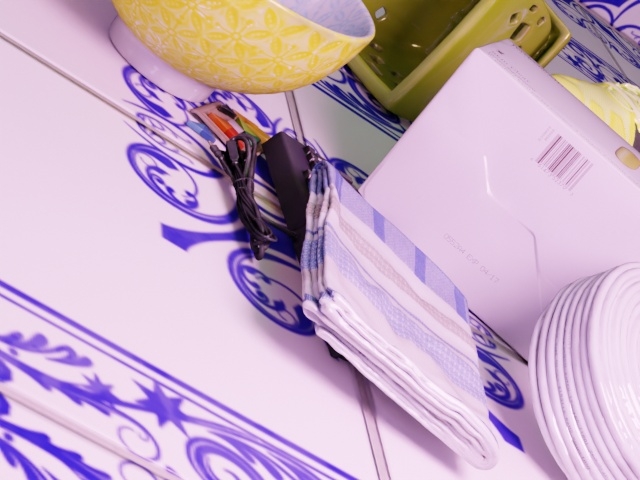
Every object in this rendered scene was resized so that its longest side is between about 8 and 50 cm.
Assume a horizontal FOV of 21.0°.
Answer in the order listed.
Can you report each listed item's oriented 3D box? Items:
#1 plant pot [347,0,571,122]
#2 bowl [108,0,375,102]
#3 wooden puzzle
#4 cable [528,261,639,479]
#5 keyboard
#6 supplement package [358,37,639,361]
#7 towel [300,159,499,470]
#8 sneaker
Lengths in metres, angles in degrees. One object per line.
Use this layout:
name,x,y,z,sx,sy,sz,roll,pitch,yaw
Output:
plant pot,0.157,-0.267,2.109,0.207,0.228,0.227,29,21,-50
bowl,-0.108,-0.224,1.607,0.289,0.156,0.289,36,20,-15
wooden puzzle,-0.083,-0.105,1.611,0.078,0.014,0.116,40,20,-2
cable,0.296,0.146,1.531,0.257,0.089,0.257,-28,90,-51
keyboard,0.000,0.000,1.494,0.201,0.033,0.317,28,24,-31
supplement package,0.204,-0.038,1.706,0.262,0.204,0.145,42,19,6
towel,0.065,0.054,1.425,0.209,0.034,0.285,42,18,-17
sneaker,0.365,-0.120,1.898,0.384,0.147,0.145,20,29,-43
